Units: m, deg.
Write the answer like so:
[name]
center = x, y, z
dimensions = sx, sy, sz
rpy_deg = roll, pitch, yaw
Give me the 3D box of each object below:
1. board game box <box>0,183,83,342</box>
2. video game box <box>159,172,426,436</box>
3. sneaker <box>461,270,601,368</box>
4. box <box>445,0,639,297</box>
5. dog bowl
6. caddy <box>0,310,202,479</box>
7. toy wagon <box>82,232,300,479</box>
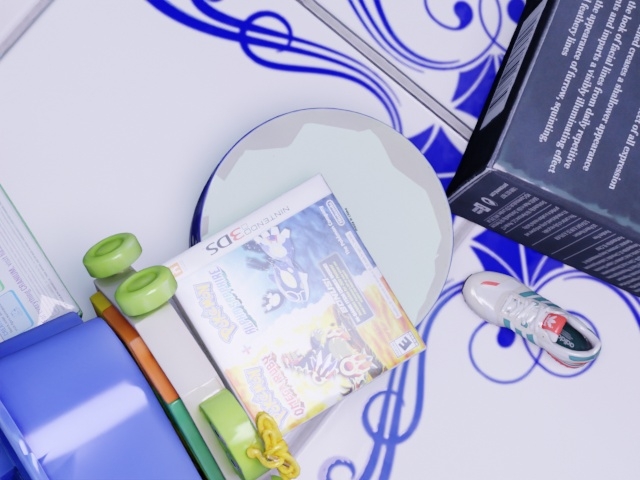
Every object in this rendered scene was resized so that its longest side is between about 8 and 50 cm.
[board game box]
center = -0.434, 0.058, 1.558
dimensions = 0.316, 0.064, 0.242
rpy_deg = -32, 87, -12
[video game box]
center = -0.029, 0.066, 1.523
dimensions = 0.187, 0.048, 0.205
rpy_deg = -31, 87, -10
[sneaker]
center = 0.227, 0.078, 1.653
dimensions = 0.161, 0.075, 0.057
rpy_deg = 33, 78, -3
[box]
center = 0.375, -0.102, 1.635
dimensions = 0.395, 0.212, 0.293
rpy_deg = 25, 78, -4
[dog bowl]
center = 0.000, 0.000, 1.615
dimensions = 0.265, 0.104, 0.264
rpy_deg = 1, 81, -9
[caddy]
center = -0.229, 0.228, 1.463
dimensions = 0.179, 0.241, 0.341
rpy_deg = -31, 100, -17
[toy wagon]
center = -0.117, 0.142, 1.444
dimensions = 0.068, 0.344, 0.267
rpy_deg = -31, 114, -11
